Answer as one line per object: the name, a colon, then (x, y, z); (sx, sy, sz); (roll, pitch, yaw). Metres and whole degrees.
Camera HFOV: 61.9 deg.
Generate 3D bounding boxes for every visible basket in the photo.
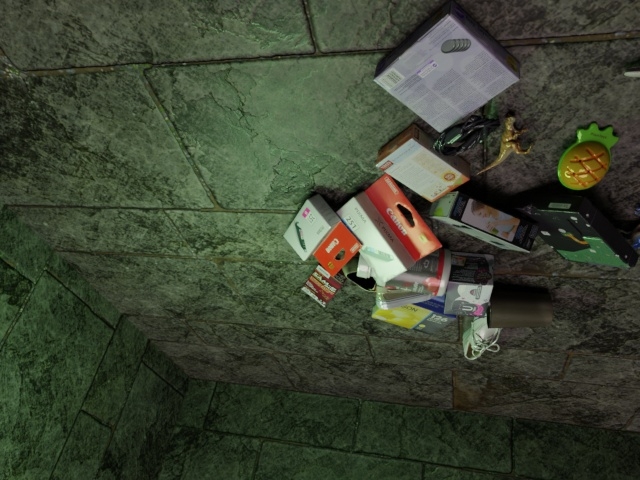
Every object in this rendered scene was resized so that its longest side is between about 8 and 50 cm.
basket: (0.765, 0.265, 2.059); (0.227, 0.154, 0.204); (-1, 160, 13)

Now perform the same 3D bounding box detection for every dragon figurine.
dragon figurine: (1.024, -0.001, 1.625); (0.289, 0.085, 0.144); (29, 144, -21)

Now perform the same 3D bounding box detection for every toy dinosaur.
toy dinosaur: (0.515, -0.258, 1.454); (0.112, 0.064, 0.211); (23, 141, 18)

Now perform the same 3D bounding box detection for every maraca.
maraca: (0.703, -0.218, 1.406); (0.127, 0.099, 0.185); (11, 121, -1)

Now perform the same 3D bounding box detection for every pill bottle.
pill bottle: (0.299, 0.092, 1.931); (0.319, 0.176, 0.176); (9, 147, 6)

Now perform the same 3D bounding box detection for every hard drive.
hard drive: (0.767, -0.028, 1.609); (0.339, 0.064, 0.237); (35, 169, -28)

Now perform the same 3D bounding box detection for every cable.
cable: (0.387, -0.280, 1.422); (0.151, 0.047, 0.184); (-14, 164, -26)

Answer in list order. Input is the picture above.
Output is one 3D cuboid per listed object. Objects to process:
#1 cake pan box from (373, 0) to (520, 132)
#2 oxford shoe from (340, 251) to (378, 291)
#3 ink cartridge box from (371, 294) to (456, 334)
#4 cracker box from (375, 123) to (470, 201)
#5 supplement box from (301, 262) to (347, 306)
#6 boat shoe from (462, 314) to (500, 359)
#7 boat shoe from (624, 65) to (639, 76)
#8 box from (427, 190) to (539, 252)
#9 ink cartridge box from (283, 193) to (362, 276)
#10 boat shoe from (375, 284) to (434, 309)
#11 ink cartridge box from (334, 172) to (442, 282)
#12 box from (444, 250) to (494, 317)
cake pan box: (0.298, -0.403, 1.291); (0.246, 0.070, 0.267); (31, 143, -22)
oxford shoe: (0.227, 0.170, 2.091); (0.348, 0.130, 0.123); (24, 126, -17)
ink cartridge box: (0.417, 0.295, 2.295); (0.304, 0.072, 0.307); (19, 149, -7)
cracker box: (0.300, -0.222, 1.561); (0.232, 0.067, 0.156); (29, 143, -24)
supplement box: (0.021, 0.169, 2.201); (0.130, 0.073, 0.239); (38, 145, 4)
boat shoe: (0.700, 0.432, 2.319); (0.136, 0.156, 0.367); (13, 147, 0)
boat shoe: (0.748, -0.387, 1.186); (0.125, 0.038, 0.046); (3, -172, 25)
box: (0.498, -0.059, 1.651); (0.290, 0.087, 0.169); (22, 180, -13)
ink cartridge box: (0.000, 0.000, 1.893); (0.239, 0.060, 0.275); (51, 146, 9)
boat shoe: (0.348, 0.181, 2.036); (0.109, 0.302, 0.094); (28, 129, 58)
ink cartridge box: (0.209, -0.034, 1.739); (0.296, 0.066, 0.261); (54, 140, 2)
box: (0.552, 0.170, 1.991); (0.164, 0.142, 0.247); (5, 147, 12)
